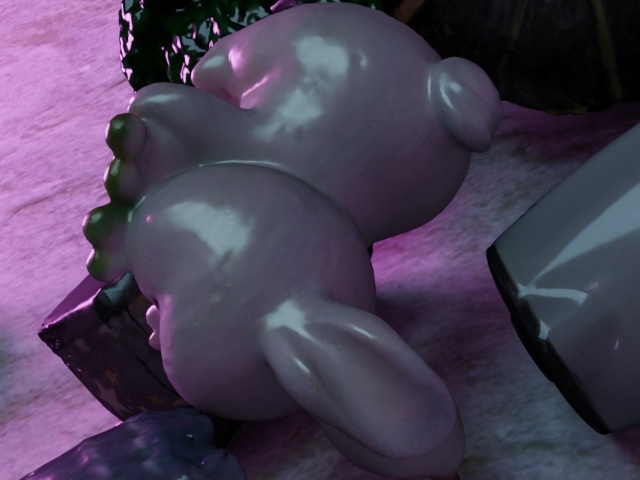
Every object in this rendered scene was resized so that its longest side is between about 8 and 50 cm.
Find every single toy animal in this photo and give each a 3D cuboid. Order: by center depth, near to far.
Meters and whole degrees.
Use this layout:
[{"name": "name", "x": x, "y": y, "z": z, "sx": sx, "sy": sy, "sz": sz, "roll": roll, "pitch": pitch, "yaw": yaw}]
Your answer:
[{"name": "toy animal", "x": -0.006, "y": 0.001, "z": 1.161, "sx": 0.247, "sy": 0.183, "sz": 0.310, "roll": 9, "pitch": 50, "yaw": 15}]

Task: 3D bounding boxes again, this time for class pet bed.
[{"name": "pet bed", "x": -0.069, "y": 0.048, "z": 1.353, "sx": 0.211, "sy": 0.159, "sz": 0.183, "roll": -46, "pitch": 9, "yaw": -27}]

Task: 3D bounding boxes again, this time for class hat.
[{"name": "hat", "x": -0.026, "y": -0.145, "z": 1.507, "sx": 0.274, "sy": 0.242, "sz": 0.332, "roll": -39, "pitch": 28, "yaw": 14}]

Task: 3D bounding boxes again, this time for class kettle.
[{"name": "kettle", "x": 0.224, "y": 0.003, "z": 1.118, "sx": 0.236, "sy": 0.161, "sz": 0.221, "roll": -34, "pitch": 0, "yaw": 7}]

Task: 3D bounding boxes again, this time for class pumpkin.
[{"name": "pumpkin", "x": 0.181, "y": -0.252, "z": 1.373, "sx": 0.323, "sy": 0.323, "sz": 0.241, "roll": -25, "pitch": -5, "yaw": 16}]

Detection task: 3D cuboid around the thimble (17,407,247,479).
[{"name": "thimble", "x": -0.090, "y": 0.205, "z": 1.067, "sx": 0.172, "sy": 0.205, "sz": 0.236, "roll": -32, "pitch": -3, "yaw": -8}]
